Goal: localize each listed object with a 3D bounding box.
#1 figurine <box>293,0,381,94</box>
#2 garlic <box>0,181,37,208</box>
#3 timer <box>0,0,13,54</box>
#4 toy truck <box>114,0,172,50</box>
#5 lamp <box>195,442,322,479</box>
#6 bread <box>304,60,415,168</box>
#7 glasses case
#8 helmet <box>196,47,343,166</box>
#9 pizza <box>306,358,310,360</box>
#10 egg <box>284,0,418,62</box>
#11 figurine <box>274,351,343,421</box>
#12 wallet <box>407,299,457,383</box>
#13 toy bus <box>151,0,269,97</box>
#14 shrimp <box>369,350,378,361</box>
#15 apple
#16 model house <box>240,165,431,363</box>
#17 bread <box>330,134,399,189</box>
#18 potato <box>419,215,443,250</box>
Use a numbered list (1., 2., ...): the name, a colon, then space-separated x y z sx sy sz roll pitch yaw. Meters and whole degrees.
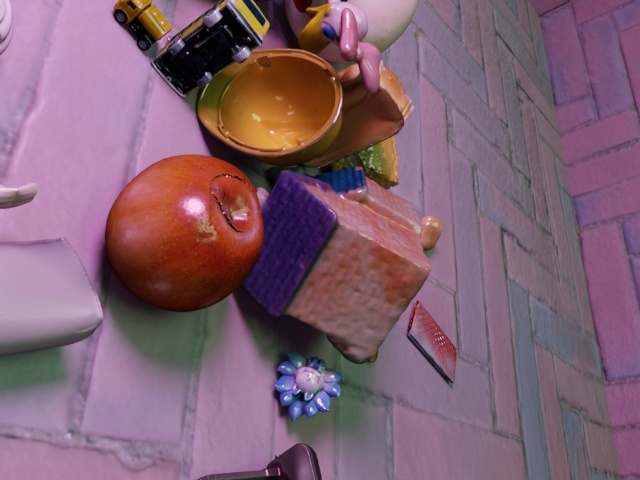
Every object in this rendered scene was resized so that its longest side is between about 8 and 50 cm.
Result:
1. figurine: 0.027 -0.457 1.051 0.154 0.193 0.421 27 61 -61
2. garlic: -0.382 -0.077 0.624 0.194 0.131 0.127 11 68 -41
3. timer: -0.466 -0.277 0.646 0.237 0.087 0.262 59 38 -17
4. toy truck: -0.276 -0.347 0.959 0.083 0.054 0.049 52 40 -24
5. lamp: -0.091 0.334 0.780 0.283 0.203 0.124 -2 57 -49
6. bread: 0.042 -0.237 1.166 0.136 0.241 0.107 49 37 -28
7. glasses case: -0.380 0.057 0.614 0.308 0.083 0.128 5 65 -52
8. helmet: -0.065 -0.205 1.055 0.205 0.257 0.140 -65 154 -14
9. pizza: -0.009 0.241 1.067 0.083 0.025 0.078 -24 96 -54
10. egg: 0.062 -0.521 1.300 0.283 0.283 0.345 48 52 -28
11. figurine: -0.025 0.241 1.000 0.114 0.079 0.114 8 60 -14
12. wallet: 0.264 0.236 1.437 0.196 0.020 0.103 48 42 -28
13. toy bus: -0.173 -0.313 0.982 0.088 0.175 0.101 48 35 -29
14. shrimp: 0.106 0.195 1.246 0.059 0.023 0.108 52 38 -39
15. apple: -0.172 -0.016 0.844 0.210 0.173 0.235 44 42 -33
16. model house: 0.000 0.000 1.050 0.280 0.245 0.312 27 21 -12
17. bread: 0.090 -0.214 1.326 0.174 0.121 0.245 29 48 -55
18. potato: 0.266 -0.018 1.522 0.062 0.068 0.083 90 6 -80
